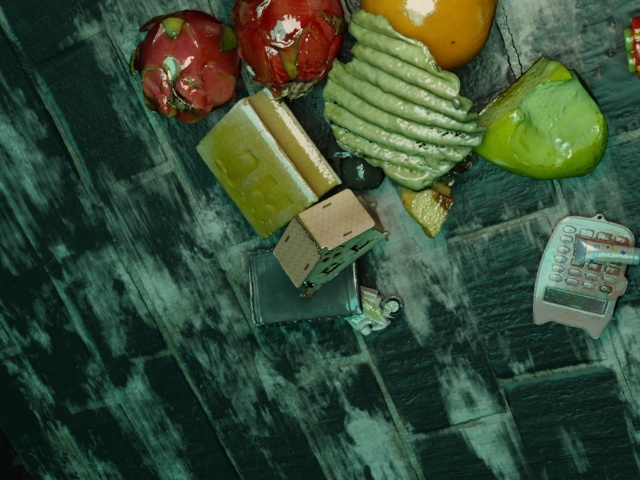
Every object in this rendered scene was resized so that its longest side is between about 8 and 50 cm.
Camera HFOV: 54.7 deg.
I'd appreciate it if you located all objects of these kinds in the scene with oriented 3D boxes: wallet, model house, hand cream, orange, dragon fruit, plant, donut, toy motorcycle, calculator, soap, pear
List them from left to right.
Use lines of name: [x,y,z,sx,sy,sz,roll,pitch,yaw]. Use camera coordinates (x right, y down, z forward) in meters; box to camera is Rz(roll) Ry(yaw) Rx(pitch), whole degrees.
dragon fruit: [-0.369,-0.456,1.636,0.305,0.226,0.305,8,115,17]
soap: [-0.142,-0.200,1.663,0.335,0.156,0.293,55,142,-6]
dragon fruit: [-0.077,-0.517,1.487,0.277,0.277,0.343,-21,83,24]
wallet: [-0.045,0.123,1.802,0.342,0.075,0.237,-10,77,21]
model house: [0.000,0.000,1.632,0.326,0.244,0.169,-38,72,14]
plant: [0.095,-0.252,1.600,0.141,0.164,0.256,-5,96,17]
toy motorcycle: [0.125,0.205,1.816,0.228,0.074,0.151,11,109,4]
orange: [0.236,-0.519,1.369,0.312,0.312,0.312,6,112,16]
donut: [0.285,-0.169,1.564,0.112,0.151,0.295,30,89,-28]
pear: [0.519,-0.241,1.420,0.286,0.176,0.282,-42,108,14]
calculator: [0.678,0.085,1.601,0.220,0.048,0.330,14,112,14]
hand cream: [0.719,0.032,1.527,0.170,0.043,0.065,6,92,19]

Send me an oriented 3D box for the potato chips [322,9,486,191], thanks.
potato chips: [0.174,-0.299,1.375,0.389,0.097,0.373,40,149,3]

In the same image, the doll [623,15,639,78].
doll: [0.830,-0.434,1.280,0.363,0.160,0.183,-9,106,21]
